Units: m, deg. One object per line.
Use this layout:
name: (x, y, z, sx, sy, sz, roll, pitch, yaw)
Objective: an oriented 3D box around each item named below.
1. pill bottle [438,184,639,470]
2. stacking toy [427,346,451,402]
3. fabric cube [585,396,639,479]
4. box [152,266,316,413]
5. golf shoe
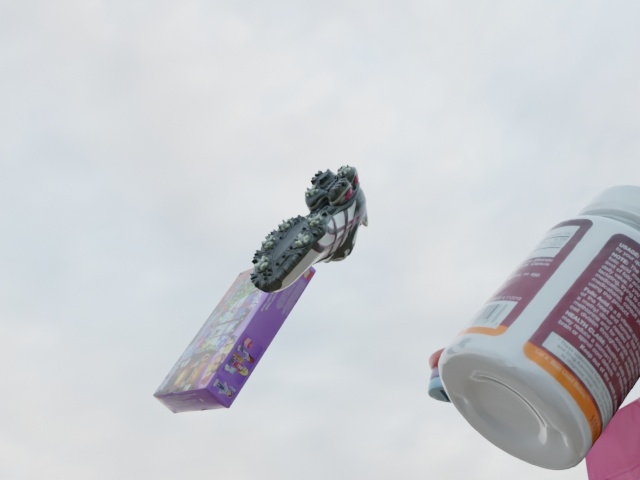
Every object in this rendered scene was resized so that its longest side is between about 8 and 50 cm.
pill bottle: (0.366, 0.107, 1.070, 0.392, 0.224, 0.224, -42, -28, -26)
stacking toy: (0.421, 0.343, 1.766, 0.309, 0.130, 0.279, 19, -31, -21)
fabric cube: (0.687, 0.451, 1.416, 0.254, 0.259, 0.258, 18, -39, -14)
box: (-0.147, 0.158, 1.297, 0.057, 0.293, 0.201, 45, -35, -18)
golf shoe: (0.000, 0.000, 1.157, 0.105, 0.273, 0.120, -2, -52, 42)
